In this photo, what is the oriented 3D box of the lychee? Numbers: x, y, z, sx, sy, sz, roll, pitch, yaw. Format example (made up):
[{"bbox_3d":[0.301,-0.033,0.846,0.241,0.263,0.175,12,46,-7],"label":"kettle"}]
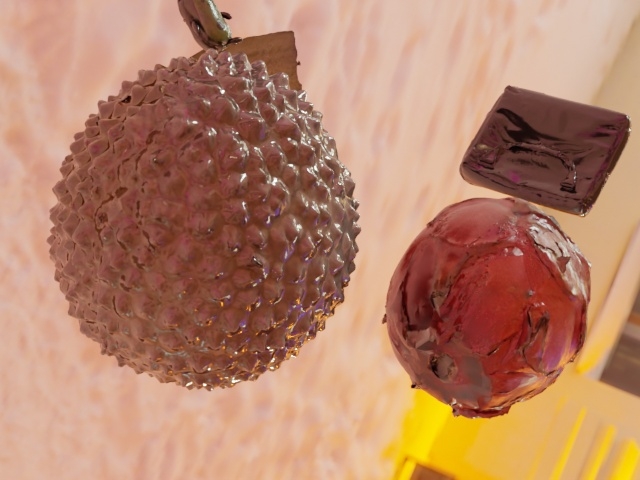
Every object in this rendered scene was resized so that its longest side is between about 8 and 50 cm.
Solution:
[{"bbox_3d":[-0.138,-0.025,1.458,0.380,0.380,0.432,-58,154,-32],"label":"lychee"}]

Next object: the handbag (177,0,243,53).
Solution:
[{"bbox_3d":[-0.166,-0.316,1.765,0.072,0.111,0.047,-34,-176,-41],"label":"handbag"}]

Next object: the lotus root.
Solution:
[{"bbox_3d":[-0.159,-0.211,2.151,0.149,0.260,0.266,-145,-136,-77],"label":"lotus root"}]

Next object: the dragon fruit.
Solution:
[{"bbox_3d":[0.233,0.093,1.714,0.301,0.296,0.295,-54,158,-46],"label":"dragon fruit"}]

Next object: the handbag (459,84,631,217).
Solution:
[{"bbox_3d":[0.424,-0.168,2.333,0.244,0.275,0.088,-57,153,-27],"label":"handbag"}]
